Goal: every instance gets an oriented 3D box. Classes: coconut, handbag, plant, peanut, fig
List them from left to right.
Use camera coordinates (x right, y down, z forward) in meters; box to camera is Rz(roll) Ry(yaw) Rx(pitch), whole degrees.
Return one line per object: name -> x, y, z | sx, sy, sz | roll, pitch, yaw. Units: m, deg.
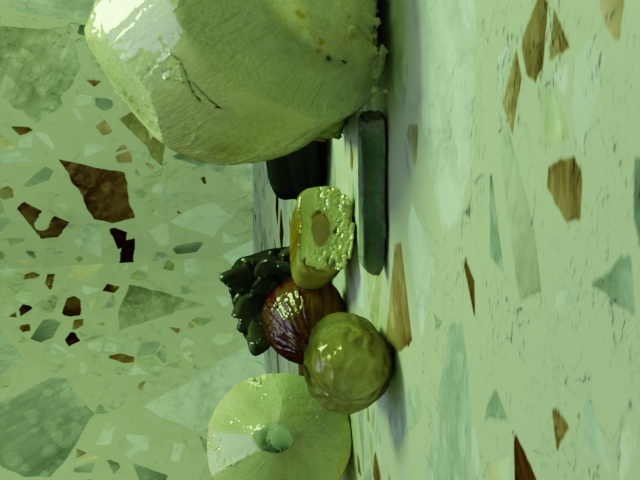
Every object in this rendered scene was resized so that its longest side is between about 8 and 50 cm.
coconut -> -0.098, -0.267, 1.452 | 0.360, 0.346, 0.346 | -18, 73, 47
coconut -> -0.069, 0.336, 1.984 | 0.244, 0.239, 0.239 | 101, 165, -70
plant -> -0.066, 0.097, 2.172 | 0.320, 0.194, 0.181 | -111, 6, -84
handbag -> -0.061, -0.209, 2.103 | 0.308, 0.093, 0.253 | 82, 177, -57
fig -> -0.012, 0.155, 1.898 | 0.201, 0.134, 0.146 | -114, 9, -49
peanut -> 0.030, 0.154, 1.549 | 0.236, 0.110, 0.120 | -173, 66, -85

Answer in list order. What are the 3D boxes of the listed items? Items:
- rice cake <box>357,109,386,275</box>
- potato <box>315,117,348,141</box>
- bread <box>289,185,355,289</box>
rice cake -> 0.062, -0.056, 1.481 | 0.047, 0.036, 0.206 | -76, -15, -69
potato -> -0.001, -0.198, 1.731 | 0.225, 0.090, 0.117 | 82, 178, -82
bread -> 0.002, -0.001, 1.825 | 0.173, 0.085, 0.134 | 119, 150, -77
